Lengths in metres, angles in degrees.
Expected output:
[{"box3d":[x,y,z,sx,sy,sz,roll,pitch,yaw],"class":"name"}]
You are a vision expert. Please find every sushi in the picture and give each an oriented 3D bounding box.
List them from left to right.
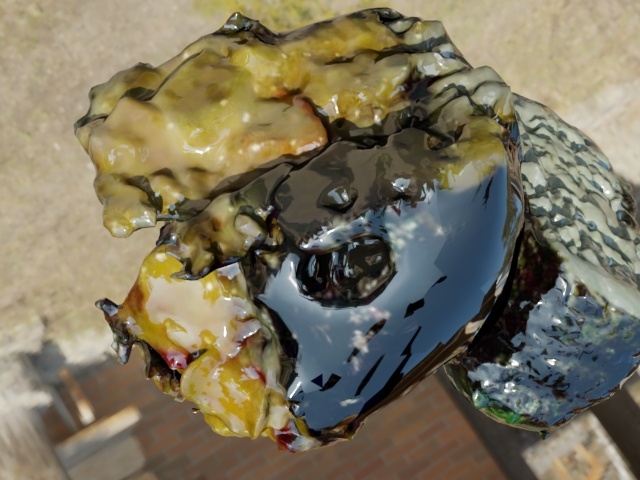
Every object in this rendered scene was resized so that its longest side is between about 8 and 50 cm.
[{"box3d":[-0.007,0.001,0.599,0.200,0.213,0.204,-10,131,-2],"class":"sushi"},{"box3d":[0.123,0.011,0.747,0.124,0.225,0.127,29,121,-21],"class":"sushi"}]
